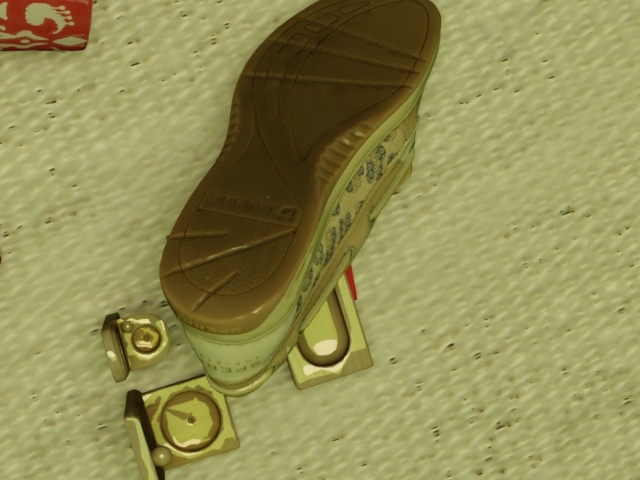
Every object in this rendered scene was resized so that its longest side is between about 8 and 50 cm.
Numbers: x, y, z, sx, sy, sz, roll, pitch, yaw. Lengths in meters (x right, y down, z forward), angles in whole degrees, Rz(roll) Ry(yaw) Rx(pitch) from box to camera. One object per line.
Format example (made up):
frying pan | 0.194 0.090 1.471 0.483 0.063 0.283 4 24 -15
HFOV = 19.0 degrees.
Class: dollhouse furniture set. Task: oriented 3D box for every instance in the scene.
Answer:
dollhouse furniture set | -0.049 0.060 1.131 0.151 0.123 0.144 -17 94 -3

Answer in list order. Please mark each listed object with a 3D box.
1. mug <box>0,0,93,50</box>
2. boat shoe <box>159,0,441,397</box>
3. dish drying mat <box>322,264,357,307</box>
mug | -0.219 -0.178 1.114 0.169 0.113 0.150 2 93 -12
boat shoe | -0.009 -0.039 1.128 0.105 0.089 0.285 17 54 21
dish drying mat | 0.000 0.000 1.201 0.032 0.008 0.083 -13 93 -7
